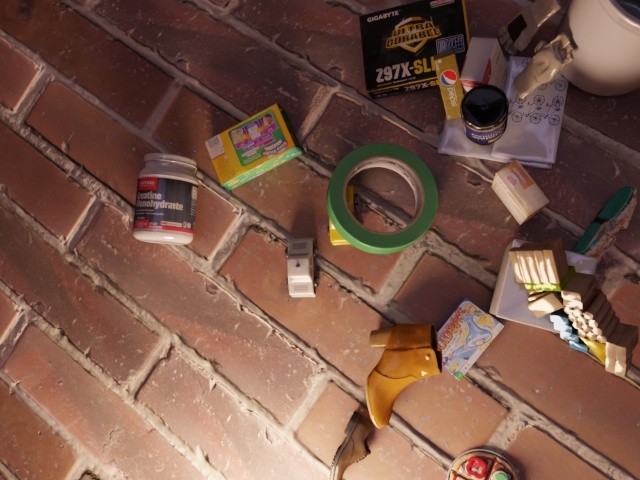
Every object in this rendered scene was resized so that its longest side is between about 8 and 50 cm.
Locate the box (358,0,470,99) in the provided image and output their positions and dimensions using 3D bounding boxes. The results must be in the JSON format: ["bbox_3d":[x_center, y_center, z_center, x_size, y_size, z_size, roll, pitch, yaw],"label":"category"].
[{"bbox_3d":[0.289,-0.592,1.661,0.321,0.079,0.257,-7,83,17],"label":"box"}]

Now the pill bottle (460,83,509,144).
[{"bbox_3d":[0.451,-0.335,1.497,0.122,0.219,0.123,-2,84,18],"label":"pill bottle"}]

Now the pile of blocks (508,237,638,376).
[{"bbox_3d":[0.582,0.138,1.248,0.112,0.149,0.362,-34,86,-36],"label":"pile of blocks"}]

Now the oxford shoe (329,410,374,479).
[{"bbox_3d":[0.093,0.624,1.589,0.096,0.083,0.227,24,91,11],"label":"oxford shoe"}]

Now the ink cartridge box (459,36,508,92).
[{"bbox_3d":[0.461,-0.469,1.530,0.072,0.175,0.128,16,88,30],"label":"ink cartridge box"}]

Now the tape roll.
[{"bbox_3d":[0.180,-0.124,1.598,0.321,0.077,0.321,1,77,-4],"label":"tape roll"}]

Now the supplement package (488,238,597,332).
[{"bbox_3d":[0.571,0.125,1.428,0.198,0.262,0.199,14,88,14],"label":"supplement package"}]

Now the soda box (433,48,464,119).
[{"bbox_3d":[0.376,-0.447,1.568,0.061,0.058,0.181,-12,120,19],"label":"soda box"}]

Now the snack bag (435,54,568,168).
[{"bbox_3d":[0.537,-0.392,1.611,0.342,0.037,0.323,11,87,15],"label":"snack bag"}]

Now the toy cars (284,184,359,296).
[{"bbox_3d":[0.000,0.000,1.675,0.176,0.087,0.394,38,94,15],"label":"toy cars"}]

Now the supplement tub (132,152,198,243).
[{"bbox_3d":[-0.497,-0.129,1.759,0.191,0.191,0.272,3,85,14],"label":"supplement tub"}]

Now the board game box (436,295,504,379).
[{"bbox_3d":[0.409,0.280,1.570,0.136,0.035,0.201,38,94,15],"label":"board game box"}]

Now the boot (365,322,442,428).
[{"bbox_3d":[0.241,0.382,1.540,0.211,0.104,0.295,-9,74,34],"label":"boot"}]

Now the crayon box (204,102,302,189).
[{"bbox_3d":[-0.218,-0.301,1.764,0.278,0.081,0.165,-25,79,10],"label":"crayon box"}]

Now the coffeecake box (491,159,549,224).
[{"bbox_3d":[0.546,-0.129,1.502,0.068,0.185,0.142,-35,77,8],"label":"coffeecake box"}]

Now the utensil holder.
[{"bbox_3d":[0.794,-0.580,1.371,0.327,0.385,0.328,-1,83,7],"label":"utensil holder"}]

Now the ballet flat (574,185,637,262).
[{"bbox_3d":[0.792,-0.036,1.497,0.077,0.091,0.241,35,98,-15],"label":"ballet flat"}]

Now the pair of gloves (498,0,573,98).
[{"bbox_3d":[0.589,-0.539,1.503,0.042,0.204,0.240,-4,77,-25],"label":"pair of gloves"}]

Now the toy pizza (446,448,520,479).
[{"bbox_3d":[0.454,0.687,1.517,0.201,0.032,0.201,-2,83,14],"label":"toy pizza"}]
